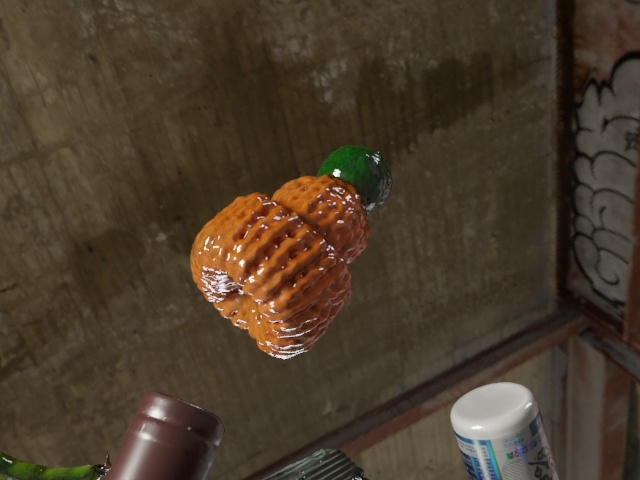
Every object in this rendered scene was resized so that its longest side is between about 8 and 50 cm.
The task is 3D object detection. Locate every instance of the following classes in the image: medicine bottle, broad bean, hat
[{"bbox_3d":[0.235,0.281,0.982,0.107,0.107,0.191,-24,-75,-17],"label":"medicine bottle"},{"bbox_3d":[-0.424,0.343,1.186,0.227,0.039,0.069,3,-98,-1],"label":"broad bean"},{"bbox_3d":[0.000,0.000,1.321,0.400,0.285,0.285,-36,-49,-21],"label":"hat"}]

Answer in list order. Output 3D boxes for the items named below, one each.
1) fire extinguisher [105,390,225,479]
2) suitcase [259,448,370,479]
[{"bbox_3d":[-0.217,0.358,0.937,0.114,0.136,0.337,87,-156,-66],"label":"fire extinguisher"},{"bbox_3d":[-0.031,0.340,0.790,0.312,0.202,0.128,-9,-44,-55],"label":"suitcase"}]
